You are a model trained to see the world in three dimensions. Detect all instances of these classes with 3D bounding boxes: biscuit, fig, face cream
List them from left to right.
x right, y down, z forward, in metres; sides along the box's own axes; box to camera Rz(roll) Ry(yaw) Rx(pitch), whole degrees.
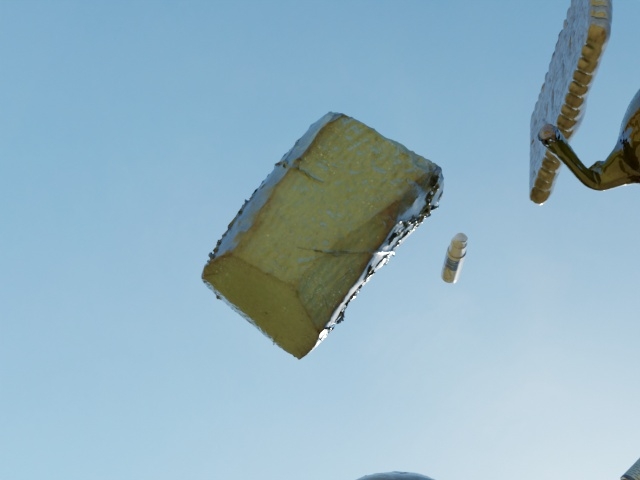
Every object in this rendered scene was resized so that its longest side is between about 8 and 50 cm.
[{"bbox_3d":[0.230,0.028,1.606,0.034,0.034,0.130,27,-29,13],"label":"face cream"},{"bbox_3d":[0.356,-0.226,1.351,0.044,0.217,0.324,10,-44,2],"label":"biscuit"},{"bbox_3d":[0.313,-0.082,0.796,0.186,0.148,0.142,-41,-123,15],"label":"fig"}]

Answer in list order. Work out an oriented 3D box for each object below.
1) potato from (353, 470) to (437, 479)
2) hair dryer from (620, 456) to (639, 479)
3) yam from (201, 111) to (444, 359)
[{"bbox_3d":[0.147,0.365,1.154,0.299,0.239,0.116,36,-91,-12],"label":"potato"},{"bbox_3d":[0.432,0.232,1.026,0.044,0.155,0.183,51,-15,-5],"label":"hair dryer"},{"bbox_3d":[-0.003,0.001,1.202,0.202,0.271,0.201,34,-27,10],"label":"yam"}]
